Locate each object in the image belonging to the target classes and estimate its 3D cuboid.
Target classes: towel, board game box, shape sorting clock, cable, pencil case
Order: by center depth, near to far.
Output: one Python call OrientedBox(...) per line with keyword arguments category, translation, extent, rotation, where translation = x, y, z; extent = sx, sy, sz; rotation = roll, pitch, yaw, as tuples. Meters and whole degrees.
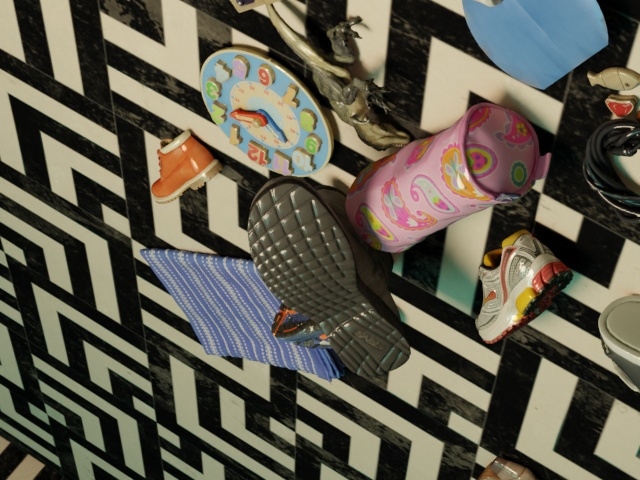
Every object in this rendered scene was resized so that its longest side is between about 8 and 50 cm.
OrientedBox(category="board game box", translation=(0.221, -0.232, 1.571), extent=(0.133, 0.033, 0.169), rotation=(47, 146, -5))
OrientedBox(category="cable", translation=(0.346, -0.067, 1.632), extent=(0.184, 0.047, 0.150), rotation=(17, 153, 43))
OrientedBox(category="pencil case", translation=(0.142, -0.068, 1.809), extent=(0.124, 0.124, 0.284), rotation=(45, 150, -11))
OrientedBox(category="shape sorting clock", translation=(-0.072, -0.162, 2.007), extent=(0.206, 0.040, 0.206), rotation=(29, 150, 18))
OrientedBox(category="towel", translation=(-0.128, 0.117, 2.481), extent=(0.336, 0.040, 0.243), rotation=(6, 137, 46))

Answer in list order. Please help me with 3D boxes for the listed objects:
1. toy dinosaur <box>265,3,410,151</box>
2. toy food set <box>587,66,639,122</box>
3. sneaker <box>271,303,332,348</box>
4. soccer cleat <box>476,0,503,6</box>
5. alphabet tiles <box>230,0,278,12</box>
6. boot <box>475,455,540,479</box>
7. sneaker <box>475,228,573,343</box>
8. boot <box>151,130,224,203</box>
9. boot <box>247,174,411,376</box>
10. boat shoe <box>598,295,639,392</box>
OrientedBox(category="toy dinosaur", translation=(0.023, -0.200, 1.823), extent=(0.268, 0.064, 0.118), rotation=(51, 157, -15))
OrientedBox(category="toy food set", translation=(0.331, -0.143, 1.579), extent=(0.122, 0.019, 0.078), rotation=(0, 133, 50))
OrientedBox(category="sneaker", translation=(0.030, 0.118, 2.271), extent=(0.087, 0.083, 0.221), rotation=(29, 158, -37))
OrientedBox(category="soccer cleat", translation=(0.106, -0.286, 1.517), extent=(0.331, 0.116, 0.143), rotation=(-2, 114, 48))
OrientedBox(category="alphabet tiles", translation=(-0.138, -0.409, 1.734), extent=(0.285, 0.011, 0.342), rotation=(-6, 125, 54))
OrientedBox(category="boot", translation=(0.287, 0.371, 2.358), extent=(0.087, 0.042, 0.118), rotation=(35, 152, 4))
OrientedBox(category="sneaker", translation=(0.240, 0.055, 1.930), extent=(0.092, 0.088, 0.225), rotation=(55, 155, 15))
OrientedBox(category="boot", translation=(-0.209, -0.107, 2.238), extent=(0.084, 0.059, 0.158), rotation=(49, 142, -11))
OrientedBox(category="boot", translation=(0.000, 0.000, 1.961), extent=(0.118, 0.222, 0.338), rotation=(-21, 129, 11))
OrientedBox(category="boat shoe", translation=(0.451, 0.169, 1.786), extent=(0.302, 0.114, 0.091), rotation=(41, 163, 39))
